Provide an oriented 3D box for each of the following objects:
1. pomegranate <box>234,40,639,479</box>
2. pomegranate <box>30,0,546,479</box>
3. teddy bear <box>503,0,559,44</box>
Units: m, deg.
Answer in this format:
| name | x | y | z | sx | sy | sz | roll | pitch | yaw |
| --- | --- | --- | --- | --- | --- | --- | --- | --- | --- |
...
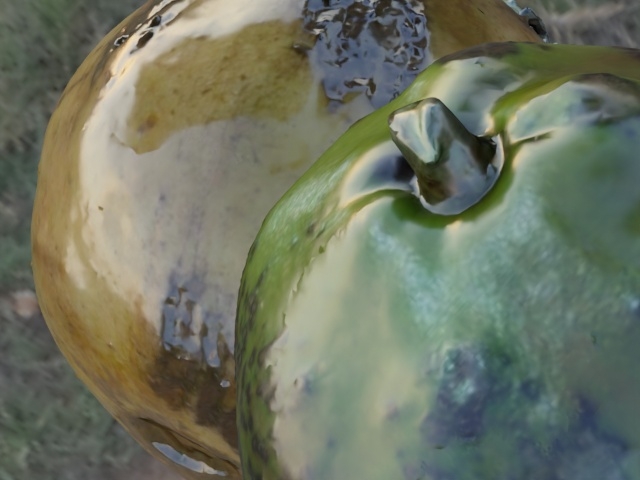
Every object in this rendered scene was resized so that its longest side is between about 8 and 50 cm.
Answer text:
| name | x | y | z | sx | sy | sz | roll | pitch | yaw |
| --- | --- | --- | --- | --- | --- | --- | --- | --- | --- |
| pomegranate | 0.109 | 0.047 | 0.595 | 0.222 | 0.276 | 0.204 | 47 | 119 | 52 |
| pomegranate | 0.000 | 0.000 | 0.950 | 0.322 | 0.322 | 0.322 | -10 | 64 | 21 |
| teddy bear | 0.107 | -0.120 | 1.292 | 0.133 | 0.213 | 0.111 | 36 | 98 | 5 |
